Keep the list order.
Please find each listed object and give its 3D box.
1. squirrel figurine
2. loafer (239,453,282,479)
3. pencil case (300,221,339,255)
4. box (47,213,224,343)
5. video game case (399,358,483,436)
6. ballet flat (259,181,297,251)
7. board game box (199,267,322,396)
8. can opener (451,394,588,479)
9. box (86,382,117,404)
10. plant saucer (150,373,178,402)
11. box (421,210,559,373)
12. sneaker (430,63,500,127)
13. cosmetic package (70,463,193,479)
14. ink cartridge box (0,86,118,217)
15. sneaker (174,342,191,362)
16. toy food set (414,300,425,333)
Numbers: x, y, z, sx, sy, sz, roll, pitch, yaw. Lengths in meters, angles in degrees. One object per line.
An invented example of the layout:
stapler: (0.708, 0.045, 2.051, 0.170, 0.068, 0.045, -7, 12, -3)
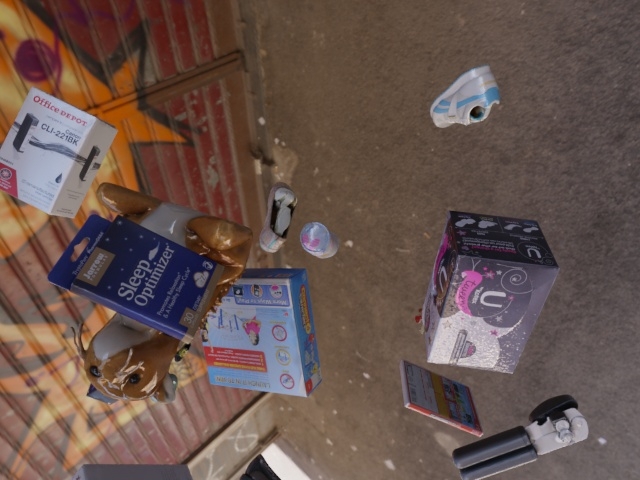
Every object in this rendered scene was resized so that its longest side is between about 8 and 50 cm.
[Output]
squirrel figurine: (-0.293, 0.121, 0.948, 0.280, 0.371, 0.397, 17, 178, 9)
loafer: (-0.076, 0.645, 1.199, 0.267, 0.084, 0.096, 38, 150, -3)
pencil case: (0.000, 0.000, 1.822, 0.273, 0.113, 0.124, 27, -135, -81)
box: (-0.276, 0.051, 0.734, 0.225, 0.137, 0.036, 27, 142, -14)
video game case: (0.403, 0.527, 1.614, 0.284, 0.204, 0.025, 24, 117, -9)
ballet flat: (-0.127, -0.101, 1.635, 0.107, 0.316, 0.106, 23, 140, -21)
board game box: (-0.166, 0.227, 1.222, 0.307, 0.086, 0.302, -1, 103, 27)
can opener: (0.409, 0.413, 0.983, 0.074, 0.280, 0.093, 62, -172, -8)
box: (-0.671, 0.429, 1.643, 0.261, 0.185, 0.103, -32, 131, 29)
plant saucer: (-0.583, 0.561, 1.799, 0.021, 0.119, 0.120, 25, 138, 33)
box: (0.280, 0.094, 0.837, 0.163, 0.142, 0.248, 7, 124, 2)
sneaker: (0.322, -0.301, 1.086, 0.229, 0.087, 0.092, 132, 117, -77)
cosmetic package: (-0.330, 0.475, 0.856, 0.231, 0.086, 0.117, 30, -168, -46)
ink cartridge box: (-0.687, -0.224, 1.232, 0.196, 0.273, 0.114, 26, 178, 3)
sneaker: (-0.491, 0.395, 1.699, 0.031, 0.083, 0.035, 40, 143, -19)
toy food set: (0.336, 0.226, 1.472, 0.122, 0.019, 0.078, -48, 64, 36)
